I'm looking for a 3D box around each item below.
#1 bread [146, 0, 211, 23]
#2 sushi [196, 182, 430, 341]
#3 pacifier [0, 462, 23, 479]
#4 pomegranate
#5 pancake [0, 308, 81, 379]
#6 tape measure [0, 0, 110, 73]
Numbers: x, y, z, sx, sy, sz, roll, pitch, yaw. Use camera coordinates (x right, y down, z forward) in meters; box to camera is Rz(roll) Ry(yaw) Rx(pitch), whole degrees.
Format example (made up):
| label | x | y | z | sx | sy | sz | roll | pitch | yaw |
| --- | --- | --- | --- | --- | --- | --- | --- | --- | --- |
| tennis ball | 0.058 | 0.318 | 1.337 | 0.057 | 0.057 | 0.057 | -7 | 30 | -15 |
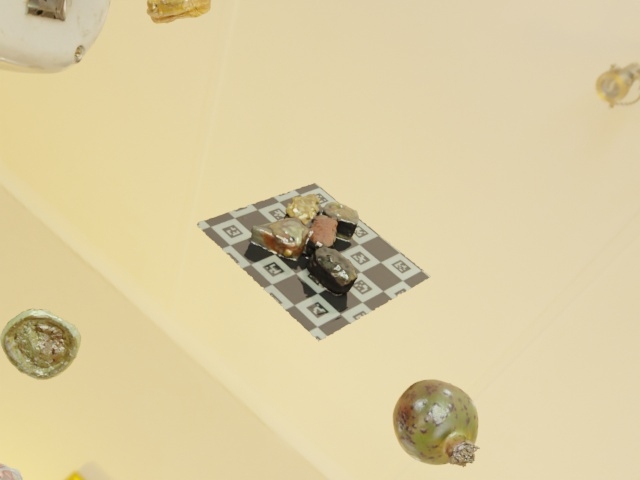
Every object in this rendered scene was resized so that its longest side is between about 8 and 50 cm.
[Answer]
| label | x | y | z | sx | sy | sz | roll | pitch | yaw |
| --- | --- | --- | --- | --- | --- | --- | --- | --- | --- |
| bread | -0.230 | -0.378 | 1.217 | 0.110 | 0.083 | 0.044 | 6 | -58 | 30 |
| sushi | 0.000 | 0.000 | 1.489 | 0.359 | 0.343 | 0.064 | 41 | -48 | 26 |
| pacifier | -0.615 | 0.475 | 1.493 | 0.081 | 0.078 | 0.099 | -36 | -86 | 8 |
| pomegranate | 0.165 | 0.253 | 1.051 | 0.130 | 0.130 | 0.130 | 26 | -42 | 26 |
| pancake | -0.381 | 0.141 | 1.024 | 0.108 | 0.108 | 0.017 | 65 | -3 | -22 |
| tape measure | -0.345 | -0.327 | 0.868 | 0.130 | 0.258 | 0.265 | 6 | -74 | 20 |
